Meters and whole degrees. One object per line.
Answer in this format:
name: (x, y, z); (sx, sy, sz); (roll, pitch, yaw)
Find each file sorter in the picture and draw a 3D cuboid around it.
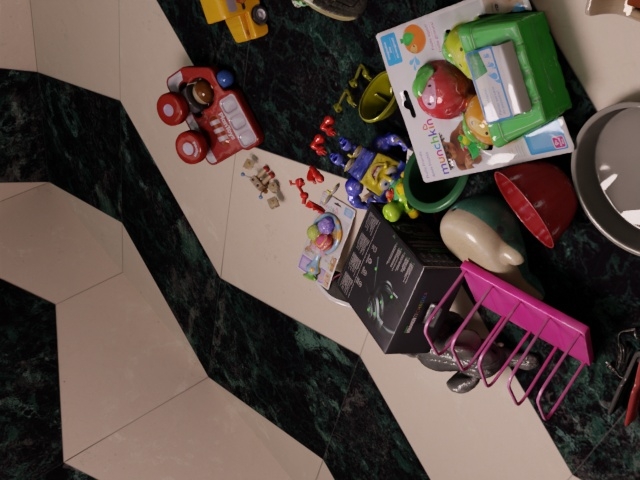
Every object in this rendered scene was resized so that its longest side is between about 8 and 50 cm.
file sorter: (0.389, 0.215, 1.781); (0.290, 0.182, 0.202); (31, 168, 30)

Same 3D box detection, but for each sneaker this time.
sneaker: (0.099, 0.111, 2.309); (0.295, 0.104, 0.147); (32, 134, 34)
sneaker: (-0.035, -0.602, 1.961); (0.410, 0.158, 0.182); (41, 174, 28)

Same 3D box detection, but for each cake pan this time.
cake pan: (0.575, -0.108, 1.487); (0.293, 0.054, 0.293); (35, 140, 37)

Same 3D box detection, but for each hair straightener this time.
hair straightener: (0.611, 0.267, 1.729); (0.089, 0.047, 0.230); (30, 136, 40)

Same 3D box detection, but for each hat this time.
hat: (0.296, -0.123, 1.867); (0.208, 0.183, 0.173); (20, 91, 50)

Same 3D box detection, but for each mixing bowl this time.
mixing bowl: (0.429, -0.086, 1.643); (0.181, 0.098, 0.181); (54, -178, -3)

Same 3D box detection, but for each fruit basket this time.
fruit basket: (0.279, -0.286, 1.630); (0.353, 0.165, 0.327); (-10, 104, 40)

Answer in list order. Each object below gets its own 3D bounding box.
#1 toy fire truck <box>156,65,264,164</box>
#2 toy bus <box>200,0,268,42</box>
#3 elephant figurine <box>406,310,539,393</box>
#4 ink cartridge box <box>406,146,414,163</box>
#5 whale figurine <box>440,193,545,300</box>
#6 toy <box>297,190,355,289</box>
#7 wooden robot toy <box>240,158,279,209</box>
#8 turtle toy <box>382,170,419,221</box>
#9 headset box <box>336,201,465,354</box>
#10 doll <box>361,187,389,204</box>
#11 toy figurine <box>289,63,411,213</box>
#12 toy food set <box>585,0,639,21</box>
toy fire truck: (-0.316, -0.378, 2.500); (0.254, 0.169, 0.302); (-23, 95, 34)
toy bus: (-0.247, -0.668, 2.171); (0.108, 0.130, 0.333); (6, 119, 54)
elephant figurine: (0.344, 0.268, 1.983); (0.169, 0.186, 0.239); (39, 177, -33)
ink cartridge box: (0.222, -0.190, 1.940); (0.028, 0.048, 0.083); (35, 139, 34)
whale figurine: (0.383, 0.013, 1.814); (0.272, 0.141, 0.216); (44, 168, -14)
toy: (0.000, 0.000, 2.316); (0.137, 0.056, 0.237); (34, 116, 39)
wooden robot toy: (-0.164, -0.166, 2.525); (0.173, 0.076, 0.079); (51, -178, 16)
turtle toy: (0.181, -0.092, 1.930); (0.066, 0.130, 0.095); (-11, 123, 29)
headset box: (0.184, 0.090, 1.953); (0.283, 0.131, 0.246); (53, 131, 47)
doll: (0.183, -0.063, 2.096); (0.189, 0.046, 0.129); (48, 137, 21)
toy figurine: (0.121, -0.203, 2.009); (0.363, 0.217, 0.191); (-59, 34, 6)
toy food set: (0.552, -0.387, 1.268); (0.306, 0.092, 0.220); (38, 141, 35)
